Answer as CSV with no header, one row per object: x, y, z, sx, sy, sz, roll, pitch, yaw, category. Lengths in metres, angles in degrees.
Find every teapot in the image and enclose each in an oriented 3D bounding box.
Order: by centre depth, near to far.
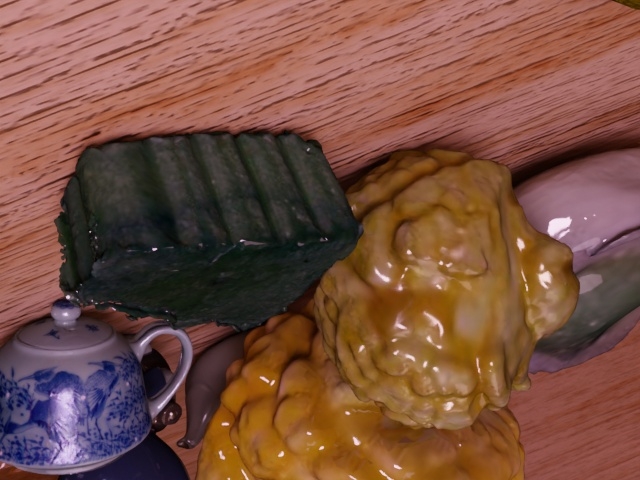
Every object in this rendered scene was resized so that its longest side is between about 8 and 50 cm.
-0.234,0.126,0.739,0.232,0.159,0.159,-2,154,-25,teapot
-0.079,0.226,1.139,0.220,0.149,0.318,-21,160,1,teapot

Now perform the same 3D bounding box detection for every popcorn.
0.095,0.035,0.689,0.255,0.256,0.195,21,149,-23,popcorn
0.033,0.243,0.882,0.349,0.349,0.382,4,129,-52,popcorn

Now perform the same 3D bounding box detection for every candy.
0.313,0.014,0.949,0.386,0.186,0.427,-41,152,29,candy

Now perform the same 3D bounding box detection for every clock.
-0.232,0.242,0.875,0.199,0.243,0.146,-33,156,34,clock

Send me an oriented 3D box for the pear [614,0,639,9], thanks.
0.287,-0.213,0.347,0.398,0.165,0.399,-20,161,-7,pear

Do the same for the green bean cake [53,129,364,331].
-0.099,0.003,0.591,0.208,0.107,0.193,-7,159,-35,green bean cake

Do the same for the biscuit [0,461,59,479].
-0.441,0.350,1.218,0.376,0.051,0.269,-18,158,-17,biscuit
